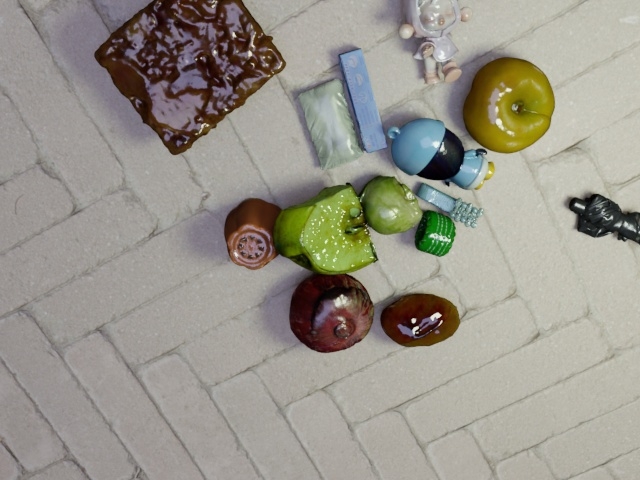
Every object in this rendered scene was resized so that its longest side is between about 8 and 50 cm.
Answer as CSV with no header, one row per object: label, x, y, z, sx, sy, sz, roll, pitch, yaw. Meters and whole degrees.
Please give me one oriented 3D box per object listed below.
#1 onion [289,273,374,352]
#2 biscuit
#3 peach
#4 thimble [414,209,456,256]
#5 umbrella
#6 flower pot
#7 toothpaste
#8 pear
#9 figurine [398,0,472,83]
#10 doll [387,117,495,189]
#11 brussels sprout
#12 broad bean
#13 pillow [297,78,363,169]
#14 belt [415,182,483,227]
onion,0.034,0.208,1.899,0.246,0.190,0.246,-7,113,-16
biscuit,-0.323,-0.465,1.704,0.395,0.166,0.342,-34,106,12
peach,0.496,-0.350,1.746,0.251,0.153,0.251,-7,112,-19
thimble,0.318,-0.020,1.860,0.090,0.130,0.118,17,145,-6
umbrella,0.824,-0.053,1.863,0.272,0.122,0.110,19,63,-2
flower pot,-0.180,-0.006,1.843,0.191,0.173,0.190,-1,108,-2
toothpaste,0.114,-0.373,1.792,0.066,0.053,0.272,-17,106,1
pear,0.000,0.000,1.790,0.255,0.164,0.238,-30,109,-30
figurine,0.288,-0.538,1.701,0.200,0.133,0.276,-17,111,-7
doll,0.315,-0.231,1.791,0.314,0.141,0.177,22,137,-19
brussels sprout,0.185,-0.088,1.842,0.145,0.131,0.183,-46,102,-10
broad bean,0.289,0.232,1.942,0.229,0.122,0.156,-8,81,-4
pillow,0.029,-0.312,1.810,0.128,0.051,0.229,-17,104,3
belt,0.353,-0.101,1.851,0.179,0.100,0.065,24,102,-4
